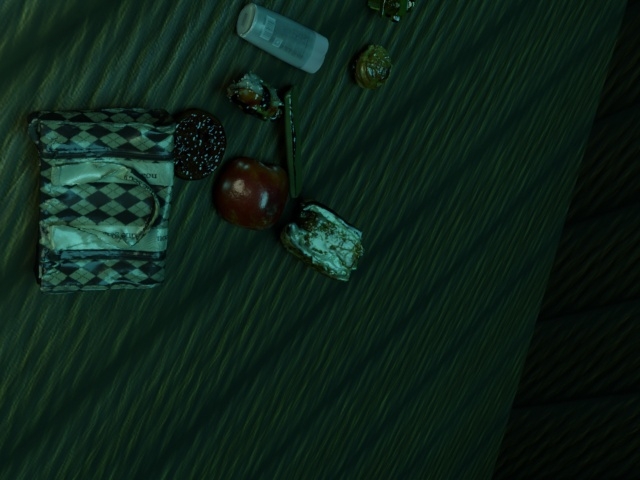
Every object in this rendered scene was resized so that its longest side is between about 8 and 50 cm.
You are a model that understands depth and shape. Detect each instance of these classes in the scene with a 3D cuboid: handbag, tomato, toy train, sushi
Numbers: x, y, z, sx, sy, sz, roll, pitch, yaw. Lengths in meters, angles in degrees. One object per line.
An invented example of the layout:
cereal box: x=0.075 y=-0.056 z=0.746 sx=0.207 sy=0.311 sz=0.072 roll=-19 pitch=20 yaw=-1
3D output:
handbag: x=-0.506 y=-0.095 z=1.581 sx=0.317 sy=0.180 sz=0.415 roll=-2 pitch=113 yaw=-30
tomato: x=-0.168 y=-0.114 z=1.903 sx=0.233 sy=0.140 sz=0.200 roll=3 pitch=114 yaw=-45
toy train: x=0.200 y=-0.735 z=1.945 sx=0.090 sy=0.137 sz=0.225 roll=-19 pitch=126 yaw=-41
sushi: x=-0.169 y=-0.375 z=1.805 sx=0.103 sy=0.097 sz=0.226 roll=-59 pitch=152 yaw=5

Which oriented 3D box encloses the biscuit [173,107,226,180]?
biscuit: x=-0.320 y=-0.244 z=1.763 sx=0.192 sy=0.049 sz=0.192 roll=-28 pitch=133 yaw=-34

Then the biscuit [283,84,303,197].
biscuit: x=-0.078 y=-0.277 z=1.956 sx=0.099 sy=0.038 sz=0.322 roll=-70 pitch=160 yaw=-59

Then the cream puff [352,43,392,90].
cream puff: x=0.158 y=-0.510 z=2.044 sx=0.119 sy=0.104 sz=0.133 roll=30 pitch=87 yaw=-40

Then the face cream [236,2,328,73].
face cream: x=-0.094 y=-0.527 z=1.813 sx=0.269 sy=0.073 sz=0.107 roll=12 pitch=107 yaw=-46

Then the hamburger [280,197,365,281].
hamburger: x=0.000 y=0.000 z=2.100 sx=0.288 sy=0.192 sz=0.167 roll=36 pitch=78 yaw=-21
